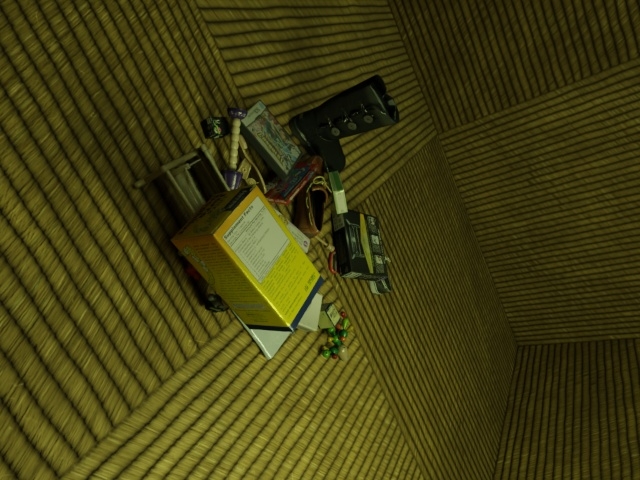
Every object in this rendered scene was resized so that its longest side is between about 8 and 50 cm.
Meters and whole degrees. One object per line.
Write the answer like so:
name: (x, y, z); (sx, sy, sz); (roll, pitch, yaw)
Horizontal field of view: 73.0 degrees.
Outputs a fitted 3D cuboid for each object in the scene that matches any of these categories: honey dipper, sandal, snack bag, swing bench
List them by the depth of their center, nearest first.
swing bench: (-0.364, -0.134, 1.306); (0.253, 0.165, 0.255); (61, 38, -17)
snack bag: (-0.179, 0.201, 1.536); (0.323, 0.037, 0.343); (58, 42, -20)
sandal: (-0.281, -0.265, 1.558); (0.079, 0.088, 0.240); (-24, 90, -22)
honey dipper: (0.000, 0.000, 1.849); (0.160, 0.030, 0.031); (37, 50, -37)

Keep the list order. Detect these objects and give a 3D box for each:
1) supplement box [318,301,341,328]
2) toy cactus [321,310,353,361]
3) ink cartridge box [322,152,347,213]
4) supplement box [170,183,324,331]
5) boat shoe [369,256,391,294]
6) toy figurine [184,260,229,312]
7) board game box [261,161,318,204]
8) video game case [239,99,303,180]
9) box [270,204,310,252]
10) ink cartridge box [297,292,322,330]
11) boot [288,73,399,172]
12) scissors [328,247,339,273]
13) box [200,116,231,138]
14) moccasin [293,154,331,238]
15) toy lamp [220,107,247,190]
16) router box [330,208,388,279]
supplement box: (0.021, 0.299, 1.721); (0.083, 0.083, 0.056); (61, 39, -17)
toy cactus: (0.081, 0.413, 1.761); (0.181, 0.112, 0.219); (67, 27, -26)
ink cartridge box: (0.062, -0.257, 1.879); (0.171, 0.056, 0.235); (-102, -179, -52)
supplement box: (-0.186, 0.057, 1.171); (0.357, 0.195, 0.194); (56, 48, -28)
boat shoe: (0.278, 0.107, 2.110); (0.113, 0.104, 0.307); (2, 76, -53)
toy figurine: (-0.277, 0.099, 1.320); (0.213, 0.148, 0.210); (-27, 92, -48)
board game box: (-0.130, -0.229, 1.669); (0.281, 0.144, 0.027); (-56, 148, -46)
video game case: (-0.189, -0.390, 1.662); (0.275, 0.035, 0.248); (49, 30, -19)
box: (-0.163, -0.059, 1.626); (0.324, 0.063, 0.067); (43, 48, -35)
ink cartridge box: (-0.112, 0.160, 1.549); (0.296, 0.066, 0.261); (31, 58, -40)
boot: (0.140, -0.470, 1.851); (0.367, 0.444, 0.146); (38, 50, -39)
scissors: (0.082, 0.016, 1.955); (0.109, 0.021, 0.298); (28, 58, -42)
box: (-0.360, -0.390, 1.497); (0.083, 0.052, 0.062); (-22, 97, -54)
moccasin: (-0.025, -0.191, 1.785); (0.139, 0.146, 0.380); (38, 50, -39)
toy lamp: (-0.295, -0.307, 1.482); (0.080, 0.080, 0.275); (4, 95, -52)
router box: (0.179, 0.022, 1.974); (0.242, 0.081, 0.309); (12, 62, -39)
